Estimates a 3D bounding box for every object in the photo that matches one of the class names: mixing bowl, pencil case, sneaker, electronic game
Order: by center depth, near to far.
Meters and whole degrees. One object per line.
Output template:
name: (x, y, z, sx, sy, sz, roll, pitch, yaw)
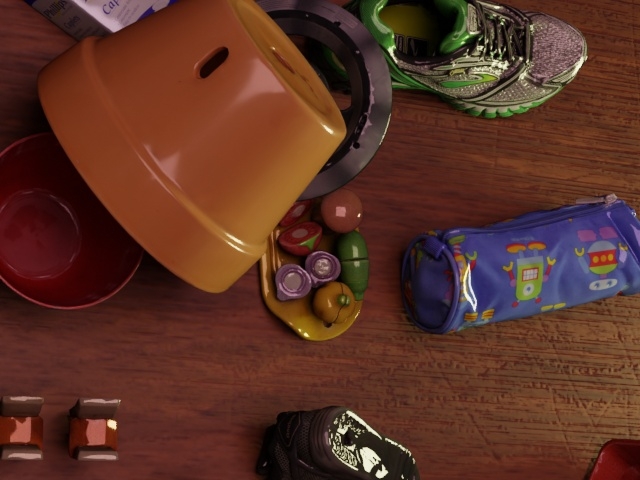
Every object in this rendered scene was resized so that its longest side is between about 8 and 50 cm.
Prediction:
mixing bowl: (-0.277, -0.014, 1.821, 0.181, 0.098, 0.181, 5, 79, -25)
sneaker: (0.019, 0.247, 1.934, 0.227, 0.130, 0.087, 41, 57, -44)
electronic game: (-0.035, -0.156, 1.942, 0.229, 0.048, 0.229, 0, 87, 8)
sneaker: (0.168, -0.221, 2.051, 0.343, 0.146, 0.134, -2, 81, -27)
pencil case: (0.243, 0.023, 2.054, 0.306, 0.119, 0.133, -11, 115, -28)

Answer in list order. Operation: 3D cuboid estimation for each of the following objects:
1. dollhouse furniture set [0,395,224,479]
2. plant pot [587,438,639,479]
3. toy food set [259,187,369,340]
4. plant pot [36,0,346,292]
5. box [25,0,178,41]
dollhouse furniture set: (-0.222, 0.296, 1.797, 0.259, 0.135, 0.262, 2, 79, -14)
plant pot: (0.441, 0.403, 2.020, 0.236, 0.267, 0.267, 38, 66, -28)
toy food set: (0.000, 0.000, 1.969, 0.128, 0.071, 0.218, -2, 81, -26)
plant pot: (-0.113, -0.123, 1.781, 0.203, 0.291, 0.291, -39, 101, 12)
box: (-0.225, -0.276, 1.910, 0.137, 0.072, 0.126, 36, 67, -15)
